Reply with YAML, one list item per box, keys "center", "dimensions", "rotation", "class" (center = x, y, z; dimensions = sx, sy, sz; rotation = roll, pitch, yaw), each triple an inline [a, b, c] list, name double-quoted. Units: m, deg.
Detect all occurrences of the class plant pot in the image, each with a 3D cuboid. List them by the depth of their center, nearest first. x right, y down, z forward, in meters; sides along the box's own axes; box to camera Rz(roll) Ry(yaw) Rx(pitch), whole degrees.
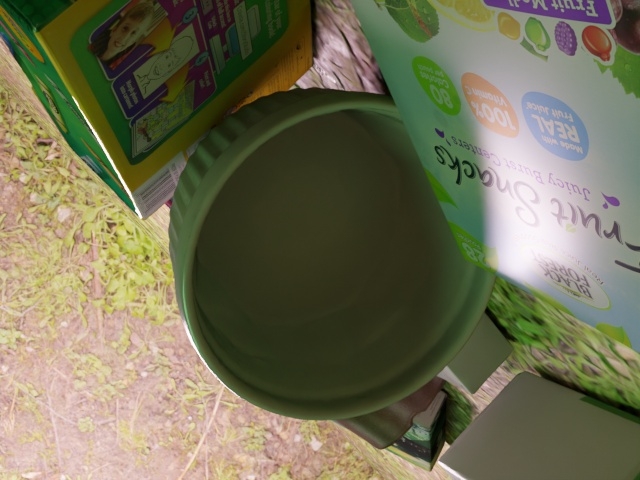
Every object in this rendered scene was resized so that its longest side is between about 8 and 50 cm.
- center: [0.034, 0.114, 1.090]
  dimensions: [0.165, 0.167, 0.167]
  rotation: [38, 169, -5]
  class: "plant pot"

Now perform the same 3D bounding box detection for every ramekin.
- center: [0.000, 0.000, 0.686]
  dimensions: [0.207, 0.207, 0.109]
  rotation: [51, 177, -27]
  class: "ramekin"

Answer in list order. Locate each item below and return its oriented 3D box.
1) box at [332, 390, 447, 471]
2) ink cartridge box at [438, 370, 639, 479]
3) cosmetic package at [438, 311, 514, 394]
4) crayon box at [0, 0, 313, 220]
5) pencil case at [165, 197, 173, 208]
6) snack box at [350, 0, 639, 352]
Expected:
- center: [0.056, 0.212, 1.440]
  dimensions: [0.232, 0.058, 0.322]
  rotation: [26, 165, 15]
  class: "box"
- center: [0.255, 0.256, 0.864]
  dimensions: [0.278, 0.117, 0.201]
  rotation: [49, 168, -19]
  class: "ink cartridge box"
- center: [0.055, 0.018, 0.891]
  dimensions: [0.239, 0.060, 0.099]
  rotation: [50, 170, -21]
  class: "cosmetic package"
- center: [-0.090, -0.132, 0.617]
  dimensions: [0.081, 0.165, 0.278]
  rotation: [44, 168, 13]
  class: "crayon box"
- center: [-0.131, -0.034, 1.289]
  dimensions: [0.104, 0.104, 0.236]
  rotation: [43, 167, 13]
  class: "pencil case"
- center: [0.094, -0.058, 0.395]
  dimensions: [0.174, 0.070, 0.207]
  rotation: [32, 155, 55]
  class: "snack box"
